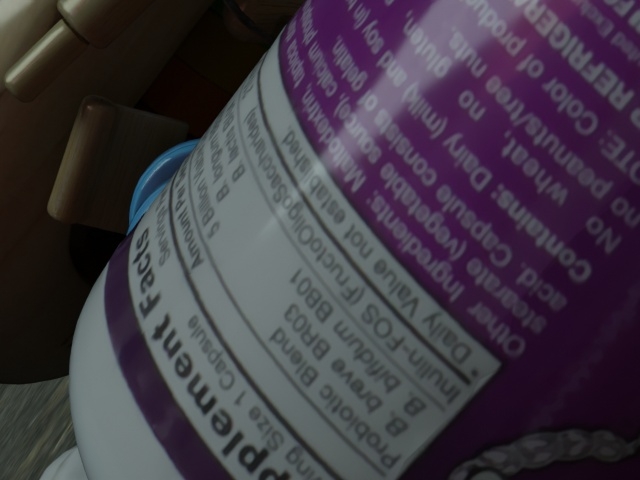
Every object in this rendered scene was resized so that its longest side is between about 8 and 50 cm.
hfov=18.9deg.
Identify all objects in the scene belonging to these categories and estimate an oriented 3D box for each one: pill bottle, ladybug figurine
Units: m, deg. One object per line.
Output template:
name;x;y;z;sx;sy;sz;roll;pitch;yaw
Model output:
pill bottle;0.046;0.015;0.462;0.301;0.169;0.169;-51;13;23
ladybug figurine;-0.070;-0.128;0.995;0.449;0.162;0.305;-50;-27;10

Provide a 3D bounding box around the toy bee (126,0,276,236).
toy bee;0.000;0.000;0.781;0.195;0.162;0.298;-89;9;-57

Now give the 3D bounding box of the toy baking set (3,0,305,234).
toy baking set;-0.013;-0.089;0.871;0.256;0.197;0.030;-47;35;7
